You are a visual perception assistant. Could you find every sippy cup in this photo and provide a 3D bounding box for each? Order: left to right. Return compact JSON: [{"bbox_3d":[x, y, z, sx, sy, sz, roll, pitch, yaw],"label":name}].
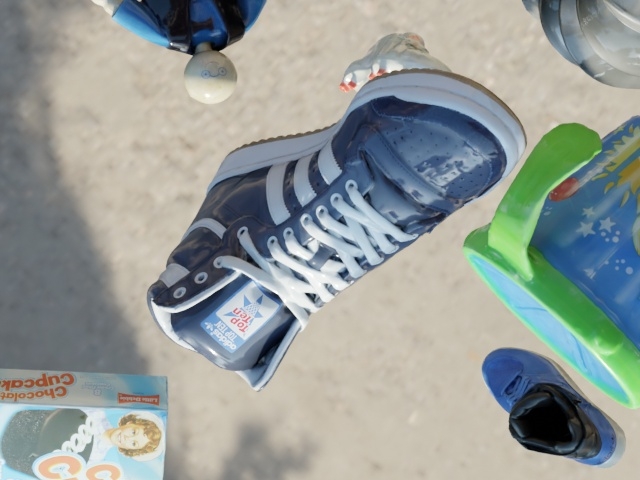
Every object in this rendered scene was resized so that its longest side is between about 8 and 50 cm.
[{"bbox_3d":[0.296,0.006,1.826,0.240,0.224,0.305,43,177,9],"label":"sippy cup"}]

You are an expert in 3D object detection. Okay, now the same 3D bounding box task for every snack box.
[{"bbox_3d":[-0.249,0.267,1.816,0.187,0.060,0.322,3,124,-7],"label":"snack box"}]

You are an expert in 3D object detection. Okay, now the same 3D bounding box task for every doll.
[{"bbox_3d":[-0.099,-0.185,1.304,0.046,0.129,0.189,152,103,-69],"label":"doll"}]

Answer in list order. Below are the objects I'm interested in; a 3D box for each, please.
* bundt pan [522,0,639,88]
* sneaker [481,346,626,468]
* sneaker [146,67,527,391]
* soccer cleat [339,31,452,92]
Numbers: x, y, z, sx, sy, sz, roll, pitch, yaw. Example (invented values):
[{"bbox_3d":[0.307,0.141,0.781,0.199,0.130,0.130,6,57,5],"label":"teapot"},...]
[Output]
[{"bbox_3d":[0.225,-0.261,1.375,0.124,0.331,0.331,-9,129,-15],"label":"bundt pan"},{"bbox_3d":[0.173,0.129,1.529,0.152,0.084,0.058,42,104,38],"label":"sneaker"},{"bbox_3d":[0.000,0.000,1.121,0.099,0.153,0.282,43,148,-20],"label":"sneaker"},{"bbox_3d":[0.079,-0.164,1.749,0.068,0.076,0.196,43,168,-18],"label":"soccer cleat"}]
